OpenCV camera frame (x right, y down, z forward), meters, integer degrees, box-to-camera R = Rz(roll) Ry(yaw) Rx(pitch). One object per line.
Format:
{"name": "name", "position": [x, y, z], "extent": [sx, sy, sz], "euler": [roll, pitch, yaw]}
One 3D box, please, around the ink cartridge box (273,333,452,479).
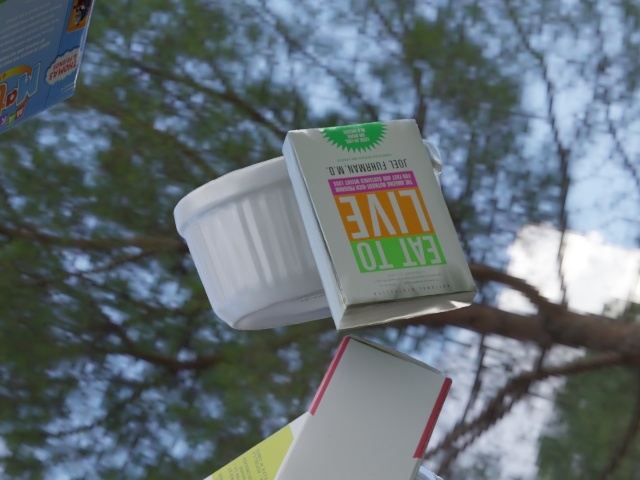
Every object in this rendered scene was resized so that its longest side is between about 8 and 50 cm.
{"name": "ink cartridge box", "position": [0.015, 0.263, 1.586], "extent": [0.283, 0.117, 0.207], "euler": [105, -171, -46]}

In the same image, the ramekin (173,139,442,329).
{"name": "ramekin", "position": [0.000, 0.000, 1.616], "extent": [0.273, 0.273, 0.127], "euler": [-5, -104, -42]}

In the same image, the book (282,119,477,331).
{"name": "book", "position": [0.039, -0.014, 1.121], "extent": [0.096, 0.144, 0.035], "euler": [-8, -31, -18]}

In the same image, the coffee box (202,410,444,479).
{"name": "coffee box", "position": [0.003, 0.458, 1.920], "extent": [0.334, 0.338, 0.337], "euler": [-35, -41, 16]}

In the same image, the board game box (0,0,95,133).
{"name": "board game box", "position": [-0.208, -0.177, 1.166], "extent": [0.160, 0.039, 0.211], "euler": [-41, -27, -57]}
